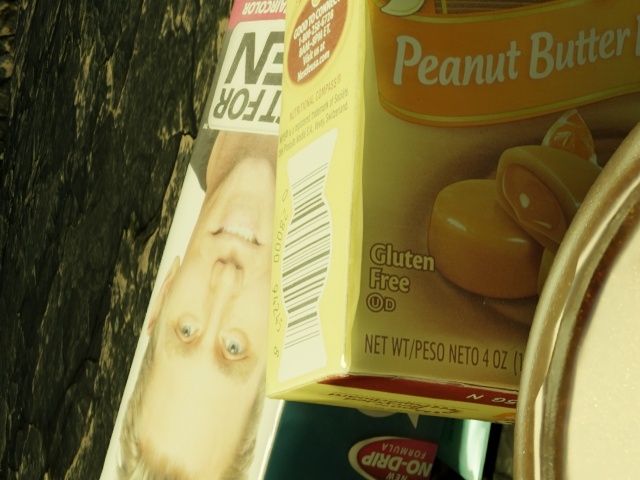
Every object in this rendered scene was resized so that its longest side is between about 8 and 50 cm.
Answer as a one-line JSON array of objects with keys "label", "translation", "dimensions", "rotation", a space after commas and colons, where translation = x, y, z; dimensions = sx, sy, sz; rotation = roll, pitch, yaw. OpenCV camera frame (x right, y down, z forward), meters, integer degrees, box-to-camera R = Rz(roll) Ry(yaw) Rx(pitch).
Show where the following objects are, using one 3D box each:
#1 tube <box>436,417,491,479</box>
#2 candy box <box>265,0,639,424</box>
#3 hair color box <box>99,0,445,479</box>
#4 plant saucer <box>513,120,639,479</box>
[{"label": "tube", "translation": [0.041, 0.071, 0.851], "dimensions": [0.207, 0.052, 0.080], "rotation": [20, 108, 63]}, {"label": "candy box", "translation": [0.082, -0.084, 0.616], "dimensions": [0.087, 0.183, 0.316], "rotation": [155, 121, -63]}, {"label": "hair color box", "translation": [0.000, 0.000, 0.810], "dimensions": [0.174, 0.105, 0.347], "rotation": [11, 86, 58]}, {"label": "plant saucer", "translation": [0.164, 0.061, 0.405], "dimensions": [0.310, 0.050, 0.311], "rotation": [-10, 76, 45]}]
